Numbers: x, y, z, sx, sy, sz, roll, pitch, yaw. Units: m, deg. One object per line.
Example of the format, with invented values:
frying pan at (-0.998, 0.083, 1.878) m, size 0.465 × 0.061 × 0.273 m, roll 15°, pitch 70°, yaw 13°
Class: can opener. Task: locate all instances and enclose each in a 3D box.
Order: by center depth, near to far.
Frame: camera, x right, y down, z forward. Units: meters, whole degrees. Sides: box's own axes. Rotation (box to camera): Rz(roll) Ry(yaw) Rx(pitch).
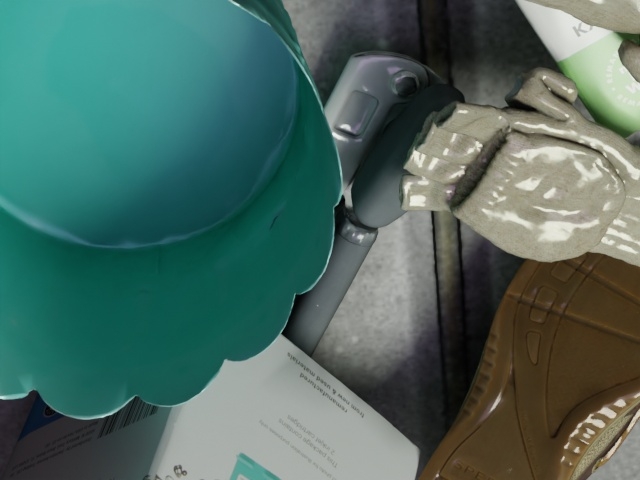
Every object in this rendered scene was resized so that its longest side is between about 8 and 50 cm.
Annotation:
can opener at (0.000, 0.000, 1.118) m, size 0.074 × 0.093 × 0.280 m, roll 21°, pitch 120°, yaw -15°

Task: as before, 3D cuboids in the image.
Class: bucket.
bucket at (-0.126, -0.059, 1.006) m, size 0.281 × 0.183 × 0.281 m, roll -1°, pitch 116°, yaw -3°

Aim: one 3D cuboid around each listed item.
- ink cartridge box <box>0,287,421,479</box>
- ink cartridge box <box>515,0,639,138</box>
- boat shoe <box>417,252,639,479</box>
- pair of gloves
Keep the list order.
ink cartridge box at (-0.094, 0.215, 1.089) m, size 0.197 × 0.270 × 0.198 m, roll 41°, pitch 135°, yaw -24°
ink cartridge box at (0.156, -0.255, 0.966) m, size 0.207 × 0.119 × 0.353 m, roll -31°, pitch 118°, yaw 13°
boat shoe at (0.168, 0.096, 1.178) m, size 0.123 × 0.123 × 0.342 m, roll 30°, pitch 95°, yaw 11°
pair of gloves at (0.166, -0.092, 0.973) m, size 0.204 × 0.042 × 0.240 m, roll 9°, pitch 123°, yaw -13°
